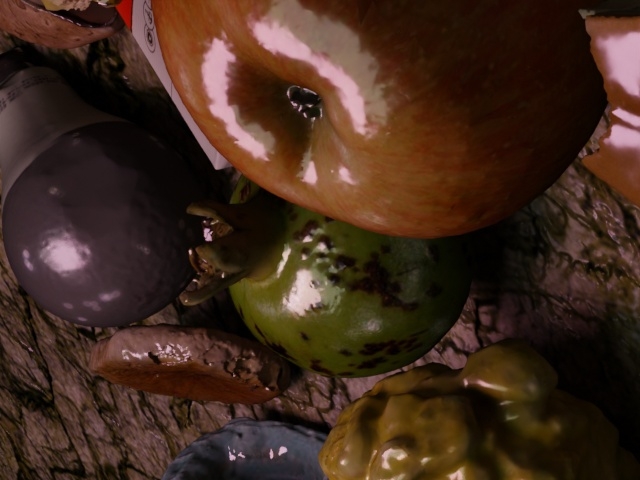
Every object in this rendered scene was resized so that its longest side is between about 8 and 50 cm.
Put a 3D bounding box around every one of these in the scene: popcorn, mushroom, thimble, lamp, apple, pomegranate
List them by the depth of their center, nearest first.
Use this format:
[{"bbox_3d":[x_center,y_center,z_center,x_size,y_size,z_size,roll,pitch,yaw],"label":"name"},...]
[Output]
[{"bbox_3d":[0.037,-0.136,1.255,0.309,0.250,0.277,3,146,13],"label":"apple"},{"bbox_3d":[0.000,0.000,1.466,0.211,0.263,0.211,-6,83,55],"label":"pomegranate"},{"bbox_3d":[0.117,0.189,1.500,0.242,0.235,0.250,-19,124,24],"label":"popcorn"},{"bbox_3d":[-0.265,-0.225,1.723,0.210,0.072,0.094,42,152,15],"label":"mushroom"},{"bbox_3d":[-0.208,-0.070,1.749,0.182,0.182,0.313,119,139,-52],"label":"lamp"},{"bbox_3d":[-0.045,0.270,1.791,0.235,0.198,0.143,-118,14,-55],"label":"thimble"}]

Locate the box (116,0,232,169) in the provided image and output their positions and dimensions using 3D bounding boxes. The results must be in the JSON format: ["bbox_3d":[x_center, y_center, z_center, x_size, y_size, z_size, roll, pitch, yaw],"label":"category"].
[{"bbox_3d":[-0.113,-0.184,1.540,0.139,0.035,0.245,97,150,-44],"label":"box"}]

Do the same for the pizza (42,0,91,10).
[{"bbox_3d":[-0.232,-0.293,1.586,0.204,0.081,0.188,-34,78,58],"label":"pizza"}]

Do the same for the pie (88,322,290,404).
[{"bbox_3d":[-0.118,0.115,1.789,0.195,0.195,0.046,-10,68,52],"label":"pie"}]

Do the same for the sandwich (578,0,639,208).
[{"bbox_3d":[0.274,-0.062,1.175,0.198,0.155,0.227,10,127,47],"label":"sandwich"}]

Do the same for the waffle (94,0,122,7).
[{"bbox_3d":[-0.197,-0.229,1.244,0.194,0.051,0.149,18,131,15],"label":"waffle"}]
